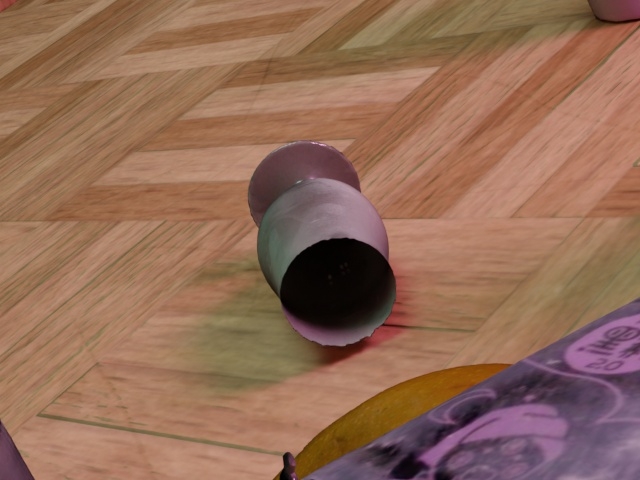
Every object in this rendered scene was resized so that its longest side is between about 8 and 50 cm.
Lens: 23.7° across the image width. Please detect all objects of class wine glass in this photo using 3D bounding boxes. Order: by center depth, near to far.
[{"bbox_3d":[0.000,0.000,1.078,0.093,0.093,0.202,-24,22,3],"label":"wine glass"}]

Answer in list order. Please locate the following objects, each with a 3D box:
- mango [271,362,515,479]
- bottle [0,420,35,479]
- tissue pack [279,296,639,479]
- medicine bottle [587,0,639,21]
[{"bbox_3d":[0.033,0.140,0.739,0.227,0.099,0.136,-36,30,-3],"label":"mango"},{"bbox_3d":[-0.261,0.076,0.927,0.082,0.286,0.082,-21,23,9],"label":"bottle"},{"bbox_3d":[0.199,0.090,0.584,0.361,0.122,0.259,-24,22,-26],"label":"tissue pack"},{"bbox_3d":[0.254,-0.330,1.320,0.152,0.254,0.152,-23,23,10],"label":"medicine bottle"}]
